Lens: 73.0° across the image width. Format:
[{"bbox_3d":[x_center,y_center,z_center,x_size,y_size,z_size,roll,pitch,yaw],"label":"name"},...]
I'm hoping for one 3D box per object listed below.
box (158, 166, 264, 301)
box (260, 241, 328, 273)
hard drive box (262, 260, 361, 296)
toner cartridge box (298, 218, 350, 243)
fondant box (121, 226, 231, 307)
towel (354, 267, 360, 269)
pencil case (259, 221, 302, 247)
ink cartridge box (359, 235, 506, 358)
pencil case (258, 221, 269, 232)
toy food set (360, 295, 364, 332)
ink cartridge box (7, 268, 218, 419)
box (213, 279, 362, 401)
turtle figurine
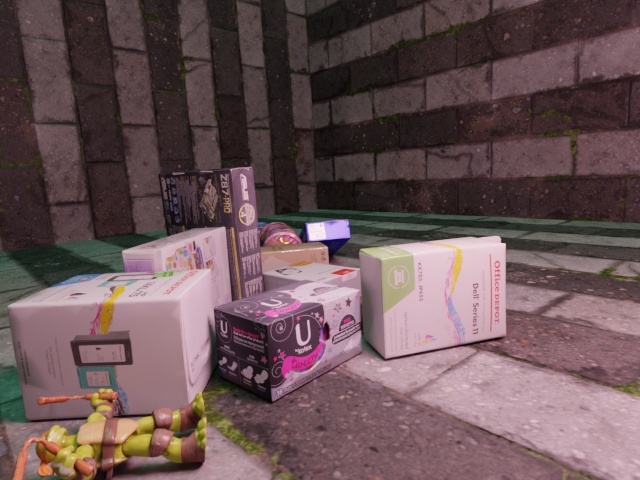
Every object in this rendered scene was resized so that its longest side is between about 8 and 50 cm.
[{"bbox_3d":[-0.326,-0.013,1.281,0.318,0.394,0.097,3,13,36],"label":"box"},{"bbox_3d":[-0.136,0.084,1.467,0.311,0.121,0.148,-5,8,-13],"label":"box"},{"bbox_3d":[-0.024,0.129,1.254,0.232,0.089,0.181,5,13,41],"label":"hard drive box"},{"bbox_3d":[0.000,0.000,1.727,0.165,0.075,0.348,-4,-12,-11],"label":"toner cartridge box"},{"bbox_3d":[-0.319,0.107,1.027,0.096,0.238,0.330,-1,9,9],"label":"fondant box"},{"bbox_3d":[0.127,0.123,1.464,0.113,0.023,0.152,1,12,35],"label":"towel"},{"bbox_3d":[-0.171,0.021,1.753,0.167,0.160,0.386,-8,11,-9],"label":"pencil case"},{"bbox_3d":[0.271,0.106,0.918,0.353,0.207,0.119,-6,8,-16],"label":"ink cartridge box"},{"bbox_3d":[-0.302,-0.026,2.194,0.133,0.119,0.306,25,4,-11],"label":"pencil case"},{"bbox_3d":[0.138,0.167,1.019,0.218,0.071,0.128,-7,10,-21],"label":"toy food set"},{"bbox_3d":[-0.339,0.171,0.766,0.270,0.197,0.198,-3,10,0],"label":"ink cartridge box"},{"bbox_3d":[-0.054,0.173,0.830,0.163,0.142,0.247,5,13,43],"label":"box"},{"bbox_3d":[-0.259,0.258,0.550,0.217,0.087,0.269,2,-1,-18],"label":"turtle figurine"}]
